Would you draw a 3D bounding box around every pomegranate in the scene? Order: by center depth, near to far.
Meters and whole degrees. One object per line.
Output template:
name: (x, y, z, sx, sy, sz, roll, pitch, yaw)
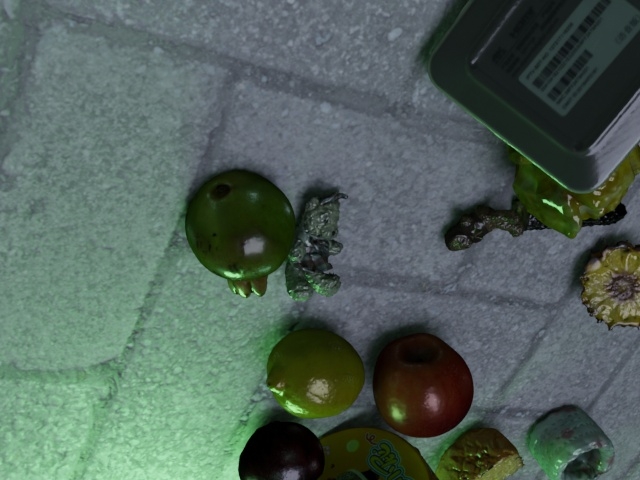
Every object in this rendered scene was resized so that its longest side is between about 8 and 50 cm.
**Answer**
pomegranate: (-0.144, 0.010, 1.613, 0.189, 0.159, 0.241, 11, 124, -30)

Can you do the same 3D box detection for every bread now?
bread: (0.384, 0.562, 2.285, 0.229, 0.139, 0.143, -36, 134, 5)

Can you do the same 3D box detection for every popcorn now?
popcorn: (0.459, -0.161, 1.698, 0.225, 0.276, 0.277, -48, 143, -38)

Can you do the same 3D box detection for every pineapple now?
pineapple: (0.683, 0.098, 2.076, 0.224, 0.076, 0.225, 0, 99, 0)

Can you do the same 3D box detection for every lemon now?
lemon: (-0.004, 0.270, 1.859, 0.248, 0.184, 0.184, 6, 122, -41)

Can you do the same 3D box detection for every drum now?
drum: (0.097, 0.644, 2.028, 0.431, 0.431, 0.214, -32, 131, 1)

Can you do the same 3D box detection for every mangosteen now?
mangosteen: (-0.078, 0.506, 1.969, 0.194, 0.231, 0.194, -13, 156, -6)

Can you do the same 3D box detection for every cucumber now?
cucumber: (0.539, -0.062, 1.933, 0.300, 0.072, 0.072, -4, 126, -24)

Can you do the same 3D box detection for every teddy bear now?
teddy bear: (-0.016, 0.002, 1.714, 0.133, 0.111, 0.213, 1, 101, -50)
teddy bear: (0.325, -0.034, 1.856, 0.160, 0.078, 0.119, -19, 155, 11)

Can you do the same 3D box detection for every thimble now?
thimble: (0.661, 0.550, 2.398, 0.185, 0.149, 0.211, -37, 132, 2)

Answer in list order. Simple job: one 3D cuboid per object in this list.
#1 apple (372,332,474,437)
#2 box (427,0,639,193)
apple: (0.218, 0.314, 1.972, 0.218, 0.218, 0.201, -14, 122, -15)
box: (0.414, -0.319, 1.522, 0.373, 0.090, 0.367, 38, 107, 6)
